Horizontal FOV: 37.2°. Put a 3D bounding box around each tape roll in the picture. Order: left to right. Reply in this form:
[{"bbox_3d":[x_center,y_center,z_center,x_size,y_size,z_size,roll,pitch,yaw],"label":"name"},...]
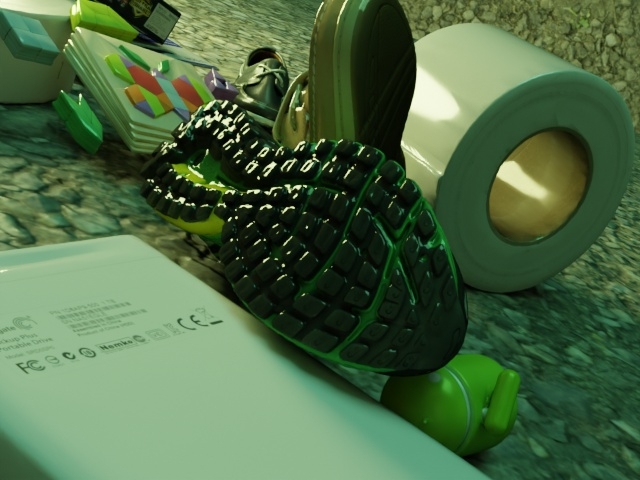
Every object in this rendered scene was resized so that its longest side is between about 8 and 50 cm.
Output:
[{"bbox_3d":[-0.398,-0.247,1.020,0.286,0.100,0.286,20,19,-7],"label":"tape roll"},{"bbox_3d":[0.184,-0.089,1.012,0.246,0.246,0.169,9,23,-33],"label":"tape roll"}]

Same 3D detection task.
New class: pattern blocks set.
[{"bbox_3d":[-0.159,-0.141,0.960,0.285,0.026,0.325,49,24,11],"label":"pattern blocks set"}]

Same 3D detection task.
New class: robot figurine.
[{"bbox_3d":[0.086,0.111,0.635,0.101,0.067,0.115,1,-1,43],"label":"robot figurine"}]

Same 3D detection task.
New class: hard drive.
[{"bbox_3d":[-0.062,0.107,0.521,0.353,0.047,0.233,31,20,26],"label":"hard drive"}]

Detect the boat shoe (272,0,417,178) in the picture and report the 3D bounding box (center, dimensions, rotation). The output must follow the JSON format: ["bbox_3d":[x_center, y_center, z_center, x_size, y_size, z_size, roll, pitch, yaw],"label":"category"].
[{"bbox_3d":[0.010,-0.088,0.821,0.110,0.341,0.122,21,63,15],"label":"boat shoe"}]

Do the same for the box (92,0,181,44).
[{"bbox_3d":[-0.301,-0.334,1.174,0.220,0.051,0.175,34,4,31],"label":"box"}]

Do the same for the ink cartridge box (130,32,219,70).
[{"bbox_3d":[-0.317,-0.283,1.261,0.371,0.069,0.175,33,21,35],"label":"ink cartridge box"}]

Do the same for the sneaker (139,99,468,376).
[{"bbox_3d":[0.000,0.000,0.703,0.146,0.134,0.343,42,-2,-37],"label":"sneaker"}]

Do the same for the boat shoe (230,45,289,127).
[{"bbox_3d":[-0.082,-0.213,1.311,0.084,0.079,0.233,20,21,-10],"label":"boat shoe"}]
